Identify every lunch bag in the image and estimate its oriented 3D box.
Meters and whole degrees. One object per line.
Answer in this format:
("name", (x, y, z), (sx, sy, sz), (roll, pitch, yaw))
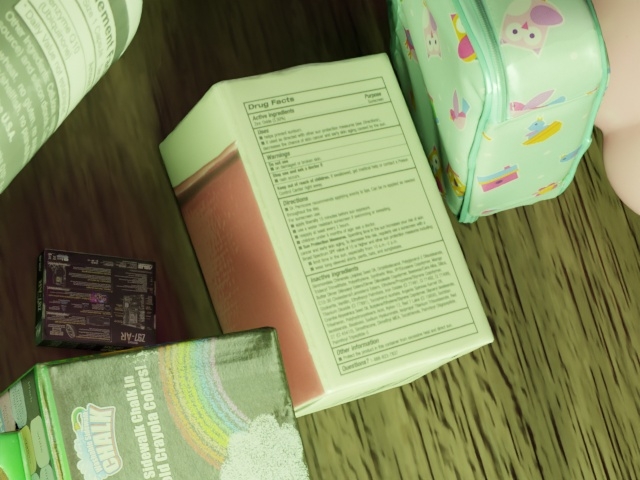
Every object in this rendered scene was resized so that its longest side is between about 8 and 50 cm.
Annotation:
("lunch bag", (0.117, -0.152, 1.074), (0.108, 0.279, 0.224), (-18, 70, -7))

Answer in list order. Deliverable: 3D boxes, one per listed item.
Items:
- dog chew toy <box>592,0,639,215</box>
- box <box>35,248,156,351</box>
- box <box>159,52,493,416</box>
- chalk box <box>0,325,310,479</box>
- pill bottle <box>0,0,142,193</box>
("dog chew toy", (0.323, -0.104, 1.213), (0.207, 0.207, 0.331), (-21, 90, -32))
("box", (-0.158, 0.044, 1.006), (0.083, 0.018, 0.067), (6, 69, -26))
("box", (0.000, 0.000, 1.041), (0.149, 0.127, 0.232), (-14, 78, -30))
("chalk box", (-0.133, 0.145, 0.918), (0.213, 0.132, 0.132), (-7, 76, -28))
("pill bottle", (-0.245, -0.143, 0.921), (0.204, 0.204, 0.361), (40, 58, -10))
